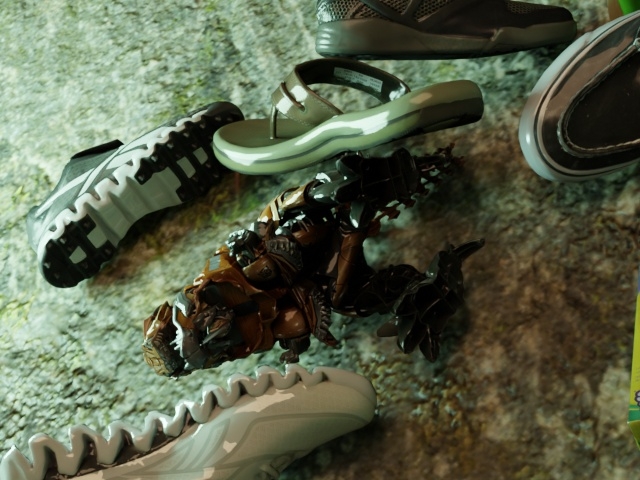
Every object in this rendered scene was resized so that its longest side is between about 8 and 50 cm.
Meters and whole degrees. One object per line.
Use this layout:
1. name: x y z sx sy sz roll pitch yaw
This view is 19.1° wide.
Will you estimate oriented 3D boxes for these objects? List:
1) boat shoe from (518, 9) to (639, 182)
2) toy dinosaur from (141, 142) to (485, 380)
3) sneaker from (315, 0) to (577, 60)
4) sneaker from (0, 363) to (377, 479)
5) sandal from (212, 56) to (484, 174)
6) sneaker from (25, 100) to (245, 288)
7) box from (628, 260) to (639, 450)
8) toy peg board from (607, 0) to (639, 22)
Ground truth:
1. boat shoe: 0.299 -0.140 1.486 0.306 0.113 0.105 -26 8 -6
2. toy dinosaur: 0.000 0.000 1.512 0.218 0.164 0.322 -8 44 51
3. sneaker: 0.110 -0.219 1.639 0.227 0.130 0.087 1 1 -3
4. sneaker: -0.091 0.177 1.432 0.292 0.110 0.118 -19 66 4
5. sandal: 0.022 -0.116 1.600 0.120 0.086 0.303 -20 6 -39
6. sneaker: -0.177 -0.061 1.734 0.234 0.078 0.106 -39 43 -7
7. box: 0.273 0.083 1.338 0.105 0.043 0.179 -10 45 23
8. toy peg board: 0.314 -0.236 1.615 0.161 0.079 0.161 -16 42 17
